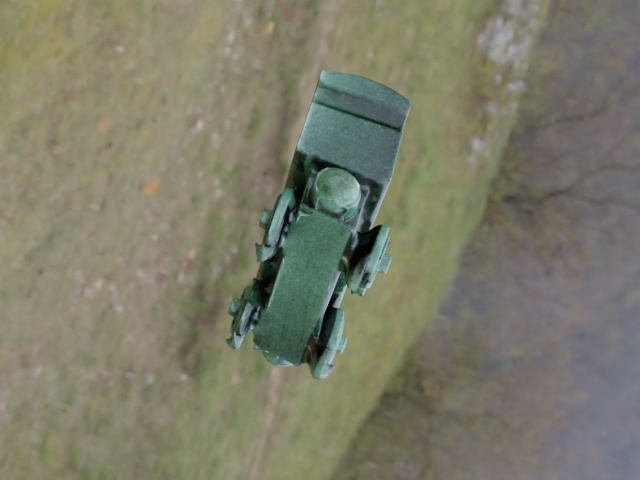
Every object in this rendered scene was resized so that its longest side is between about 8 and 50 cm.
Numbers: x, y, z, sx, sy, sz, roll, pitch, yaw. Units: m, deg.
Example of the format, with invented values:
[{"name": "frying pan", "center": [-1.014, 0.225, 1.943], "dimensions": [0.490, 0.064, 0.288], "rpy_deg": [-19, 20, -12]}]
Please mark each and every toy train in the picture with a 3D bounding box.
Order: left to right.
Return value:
[{"name": "toy train", "center": [-0.001, 0.000, 0.938], "dimensions": [0.200, 0.083, 0.132], "rpy_deg": [115, -6, -54]}]
